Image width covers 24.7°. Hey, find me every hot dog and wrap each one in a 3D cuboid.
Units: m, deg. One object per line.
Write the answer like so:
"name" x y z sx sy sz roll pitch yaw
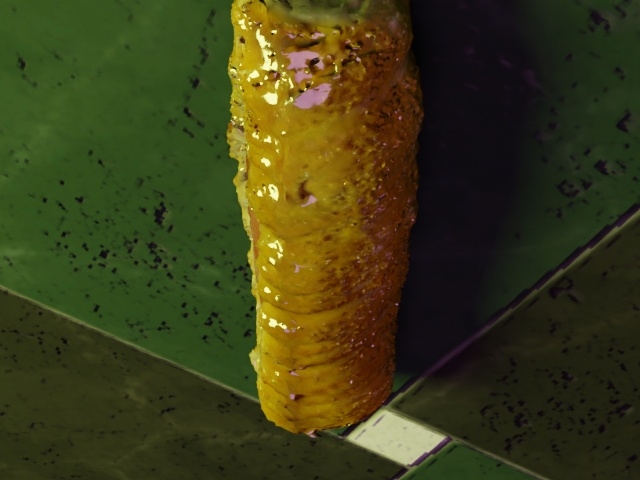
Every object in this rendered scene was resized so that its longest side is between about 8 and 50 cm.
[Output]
"hot dog" 0.001 0.000 0.646 0.083 0.068 0.289 2 141 3
